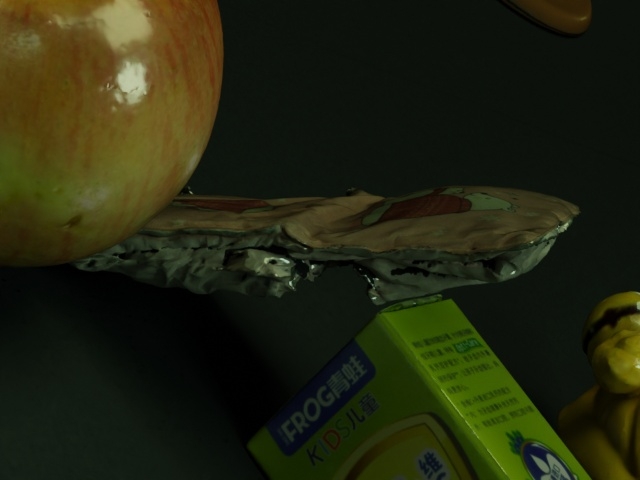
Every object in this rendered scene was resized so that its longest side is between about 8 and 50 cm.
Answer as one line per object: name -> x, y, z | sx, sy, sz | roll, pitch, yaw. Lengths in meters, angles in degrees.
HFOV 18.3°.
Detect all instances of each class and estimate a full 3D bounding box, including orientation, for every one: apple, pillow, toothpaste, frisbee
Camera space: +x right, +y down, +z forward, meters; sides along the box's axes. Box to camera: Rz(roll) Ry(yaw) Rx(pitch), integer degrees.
apple -> -0.142, -0.088, 0.906 | 0.209, 0.164, 0.209 | 16, 47, -17
pillow -> 0.000, 0.000, 0.986 | 0.135, 0.248, 0.049 | -37, 127, -70
toothpaste -> 0.104, 0.185, 0.951 | 0.327, 0.110, 0.077 | 53, 29, 16
frisbee -> 0.160, -0.285, 1.832 | 0.251, 0.021, 0.251 | 35, 26, -20

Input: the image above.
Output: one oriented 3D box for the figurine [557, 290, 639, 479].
figurine -> 0.248, 0.150, 1.115 | 0.323, 0.196, 0.320 | 20, 40, -59
